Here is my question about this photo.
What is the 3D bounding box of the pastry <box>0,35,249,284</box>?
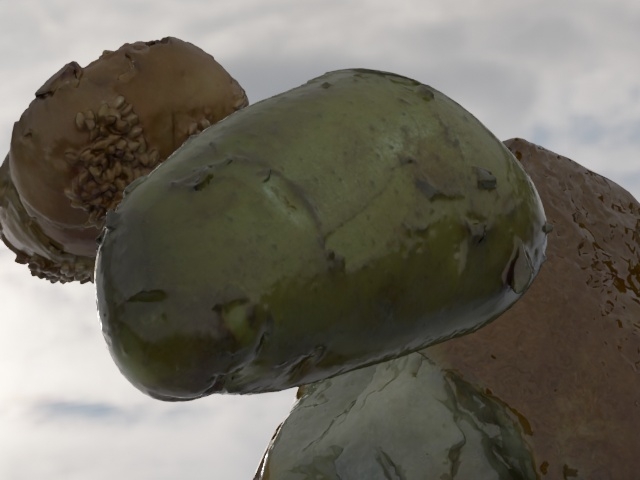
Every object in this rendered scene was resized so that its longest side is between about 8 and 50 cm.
[{"bbox_3d":[-0.197,-0.063,1.662,0.255,0.311,0.162,-20,-114,-29],"label":"pastry"}]

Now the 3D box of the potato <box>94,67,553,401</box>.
[{"bbox_3d":[0.000,0.000,0.562,0.188,0.105,0.085,-24,170,-42],"label":"potato"}]

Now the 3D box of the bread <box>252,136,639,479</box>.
[{"bbox_3d":[0.111,0.115,0.976,0.250,0.225,0.279,37,-136,-6],"label":"bread"}]
